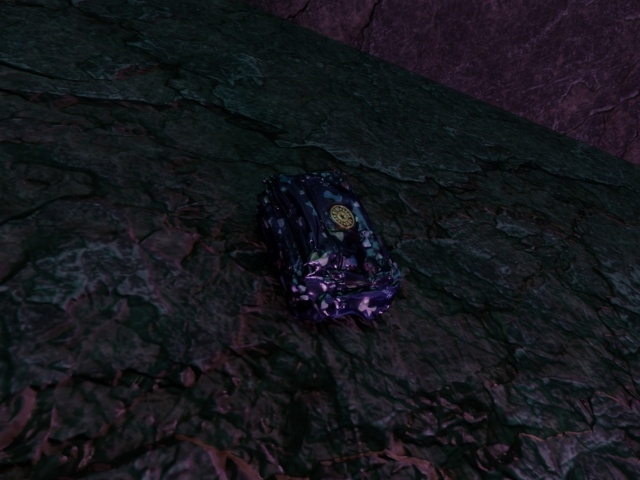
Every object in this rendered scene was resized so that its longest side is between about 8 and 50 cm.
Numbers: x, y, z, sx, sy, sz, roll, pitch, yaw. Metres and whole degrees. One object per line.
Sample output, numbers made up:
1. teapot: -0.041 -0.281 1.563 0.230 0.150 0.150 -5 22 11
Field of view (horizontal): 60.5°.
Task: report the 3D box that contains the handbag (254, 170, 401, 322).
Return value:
1. handbag: 0.000 0.000 0.765 0.161 0.113 0.260 -4 48 -24
